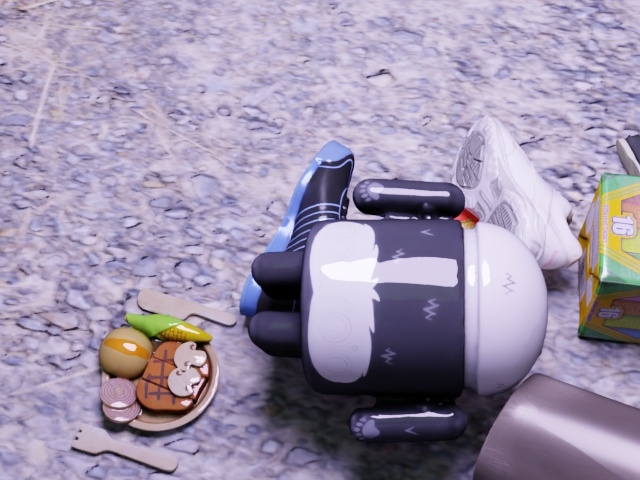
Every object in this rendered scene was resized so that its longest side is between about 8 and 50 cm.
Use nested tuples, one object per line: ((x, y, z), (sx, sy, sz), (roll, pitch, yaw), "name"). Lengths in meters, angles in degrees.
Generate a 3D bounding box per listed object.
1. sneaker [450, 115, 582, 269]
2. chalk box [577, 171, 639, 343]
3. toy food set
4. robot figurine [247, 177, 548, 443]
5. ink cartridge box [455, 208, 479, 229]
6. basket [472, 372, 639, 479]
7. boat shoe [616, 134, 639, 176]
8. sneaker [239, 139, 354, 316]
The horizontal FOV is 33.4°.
((0.221, -0.045, 1.187), (0.115, 0.090, 0.232), (16, 41, -25), "sneaker")
((0.382, 0.027, 1.097), (0.213, 0.132, 0.132), (5, 59, 5), "chalk box")
((-0.171, 0.136, 1.105), (0.132, 0.038, 0.192), (13, 60, 10), "toy food set")
((0.075, 0.065, 1.019), (0.278, 0.209, 0.173), (0, 26, 6), "robot figurine")
((0.140, 0.042, 1.149), (0.145, 0.045, 0.179), (-15, 62, -8), "ink cartridge box")
((0.267, 0.227, 0.965), (0.227, 0.204, 0.154), (29, 22, 25), "basket")
((0.376, -0.068, 1.203), (0.042, 0.049, 0.133), (-15, 54, 2), "boat shoe")
((0.000, 0.000, 1.163), (0.090, 0.081, 0.232), (22, 69, 12), "sneaker")
